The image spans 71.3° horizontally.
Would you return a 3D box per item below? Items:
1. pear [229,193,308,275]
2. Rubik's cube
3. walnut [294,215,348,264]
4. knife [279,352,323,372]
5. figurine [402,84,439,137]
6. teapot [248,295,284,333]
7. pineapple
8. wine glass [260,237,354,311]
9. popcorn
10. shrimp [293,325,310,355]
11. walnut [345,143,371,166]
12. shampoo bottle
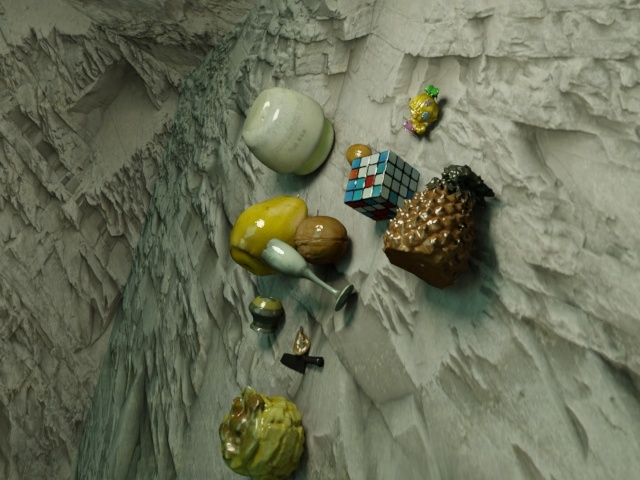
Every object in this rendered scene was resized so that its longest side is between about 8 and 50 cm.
[{"bbox_3d":[-0.189,-0.034,1.651,0.285,0.285,0.336,-22,49,43],"label":"pear"},{"bbox_3d":[0.186,-0.162,1.359,0.151,0.155,0.154,-6,66,49],"label":"Rubik's cube"},{"bbox_3d":[0.000,0.000,1.493,0.207,0.167,0.167,-5,66,48],"label":"walnut"},{"bbox_3d":[-0.070,0.403,1.468,0.230,0.028,0.060,-10,75,50],"label":"knife"},{"bbox_3d":[0.322,-0.396,1.374,0.156,0.094,0.115,-56,26,18],"label":"figurine"},{"bbox_3d":[-0.200,0.265,1.636,0.166,0.130,0.119,-99,21,-82],"label":"teapot"},{"bbox_3d":[0.317,-0.074,1.133,0.223,0.223,0.357,9,60,52],"label":"pineapple"},{"bbox_3d":[-0.088,0.176,1.430,0.309,0.096,0.264,31,98,21],"label":"wine glass"},{"bbox_3d":[-0.181,0.572,1.327,0.293,0.237,0.293,-24,54,37],"label":"popcorn"},{"bbox_3d":[-0.059,0.334,1.487,0.059,0.023,0.108,-7,47,22],"label":"shrimp"},{"bbox_3d":[0.128,-0.309,1.600,0.121,0.052,0.091,29,96,55],"label":"walnut"},{"bbox_3d":[-0.131,-0.428,1.763,0.322,0.317,0.323,-24,55,40],"label":"shampoo bottle"}]
